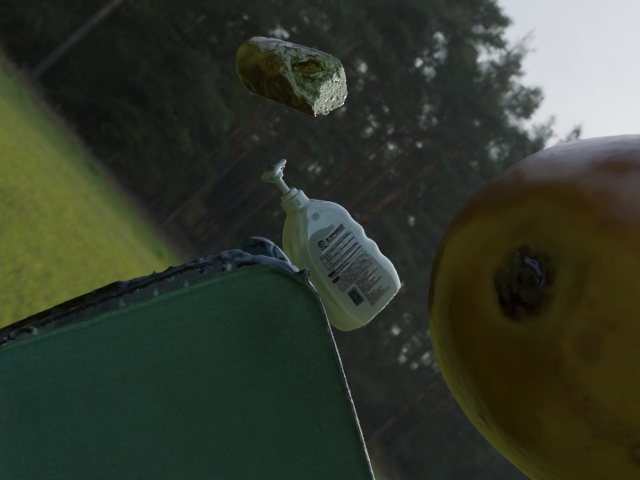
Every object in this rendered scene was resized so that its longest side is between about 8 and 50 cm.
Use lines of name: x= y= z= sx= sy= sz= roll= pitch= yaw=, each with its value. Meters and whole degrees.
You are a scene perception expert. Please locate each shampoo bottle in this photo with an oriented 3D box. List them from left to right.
shampoo bottle: x=0.000 y=0.000 z=0.840 sx=0.152 sy=0.077 sz=0.045 roll=53 pitch=-25 yaw=-18

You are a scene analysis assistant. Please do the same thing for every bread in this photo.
bread: x=-0.034 y=-0.160 z=0.958 sx=0.110 sy=0.060 sz=0.066 roll=26 pitch=10 yaw=29

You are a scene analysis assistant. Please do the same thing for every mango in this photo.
mango: x=0.230 y=0.067 z=0.693 sx=0.300 sy=0.232 sz=0.445 roll=19 pitch=-1 yaw=22

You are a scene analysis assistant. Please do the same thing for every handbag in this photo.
handbag: x=-0.104 y=0.156 z=0.631 sx=0.100 sy=0.268 sz=0.274 roll=-138 pitch=-152 yaw=-74
